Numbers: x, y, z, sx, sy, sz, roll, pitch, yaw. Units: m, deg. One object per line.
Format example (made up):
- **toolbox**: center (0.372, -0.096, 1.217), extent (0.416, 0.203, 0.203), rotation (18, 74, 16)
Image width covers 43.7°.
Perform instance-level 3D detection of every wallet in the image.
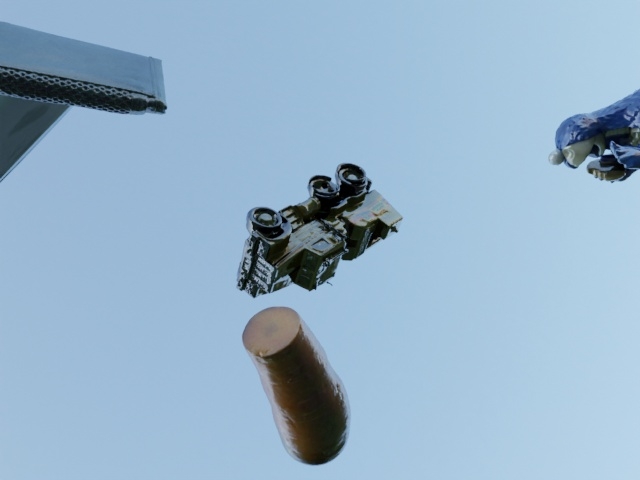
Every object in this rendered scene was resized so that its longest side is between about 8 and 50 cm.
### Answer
- **wallet**: center (-0.174, -0.116, 0.559), extent (0.129, 0.088, 0.026), rotation (9, -59, -19)

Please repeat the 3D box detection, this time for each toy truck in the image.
- **toy truck**: center (-0.005, -0.002, 1.137), extent (0.257, 0.127, 0.127), rotation (-26, -33, -41)

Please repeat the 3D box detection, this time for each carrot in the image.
- **carrot**: center (-0.017, 0.152, 0.822), extent (0.087, 0.087, 0.193), rotation (-28, -50, -19)

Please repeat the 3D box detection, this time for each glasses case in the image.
- **glasses case**: center (-0.327, -0.130, 0.857), extent (0.067, 0.045, 0.178), rotation (42, -101, -12)

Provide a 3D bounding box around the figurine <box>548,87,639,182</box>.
- **figurine**: center (0.382, -0.136, 0.882), extent (0.262, 0.164, 0.121), rotation (-11, -90, -9)
